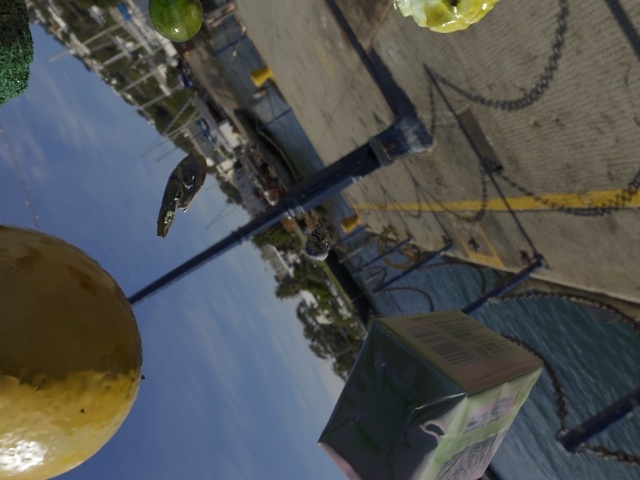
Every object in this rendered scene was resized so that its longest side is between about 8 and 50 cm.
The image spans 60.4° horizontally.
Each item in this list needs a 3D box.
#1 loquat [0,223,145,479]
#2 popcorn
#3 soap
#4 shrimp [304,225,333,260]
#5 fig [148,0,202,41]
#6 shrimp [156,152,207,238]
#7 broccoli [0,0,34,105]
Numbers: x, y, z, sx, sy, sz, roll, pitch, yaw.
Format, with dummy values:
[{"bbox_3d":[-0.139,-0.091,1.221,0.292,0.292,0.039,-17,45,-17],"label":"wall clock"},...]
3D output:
[{"bbox_3d":[-0.273,0.099,0.493,0.243,0.244,0.244,58,178,4],"label":"loquat"},{"bbox_3d":[0.188,-0.426,0.830,0.197,0.198,0.212,57,-172,22],"label":"popcorn"},{"bbox_3d":[0.127,0.190,0.634,0.200,0.182,0.138,3,-156,-47],"label":"soap"},{"bbox_3d":[0.000,0.000,1.377,0.165,0.065,0.056,-64,-19,-56],"label":"shrimp"},{"bbox_3d":[-0.331,-0.529,1.227,0.123,0.123,0.156,58,177,19],"label":"fig"},{"bbox_3d":[-0.331,-0.108,1.311,0.126,0.223,0.047,9,166,41],"label":"shrimp"},{"bbox_3d":[-0.636,-0.354,0.916,0.275,0.307,0.308,28,165,23],"label":"broccoli"}]
